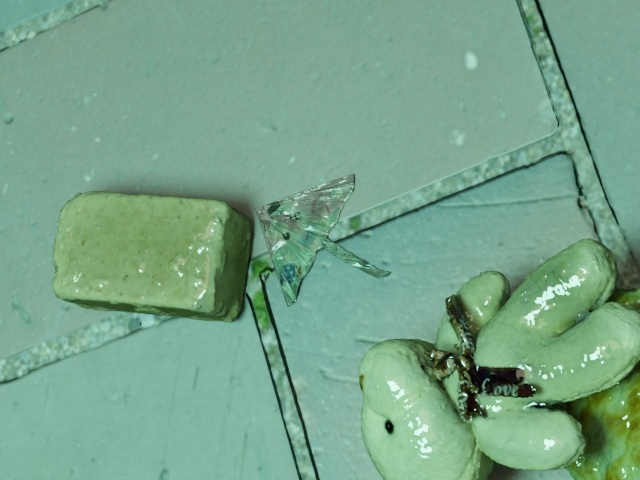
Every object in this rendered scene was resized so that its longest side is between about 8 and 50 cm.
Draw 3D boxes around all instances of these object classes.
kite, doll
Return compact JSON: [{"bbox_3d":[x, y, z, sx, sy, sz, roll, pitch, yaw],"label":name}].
[{"bbox_3d":[0.000,0.000,1.721,0.157,0.011,0.139,29,92,25],"label":"kite"},{"bbox_3d":[0.139,0.107,1.527,0.278,0.175,0.149,-39,110,20],"label":"doll"}]

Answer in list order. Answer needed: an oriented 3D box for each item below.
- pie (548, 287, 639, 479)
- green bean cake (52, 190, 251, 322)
[{"bbox_3d":[0.289,0.135,1.516,0.248,0.090,0.201,44,112,37],"label":"pie"},{"bbox_3d":[-0.161,0.015,1.740,0.179,0.085,0.109,6,81,22],"label":"green bean cake"}]
